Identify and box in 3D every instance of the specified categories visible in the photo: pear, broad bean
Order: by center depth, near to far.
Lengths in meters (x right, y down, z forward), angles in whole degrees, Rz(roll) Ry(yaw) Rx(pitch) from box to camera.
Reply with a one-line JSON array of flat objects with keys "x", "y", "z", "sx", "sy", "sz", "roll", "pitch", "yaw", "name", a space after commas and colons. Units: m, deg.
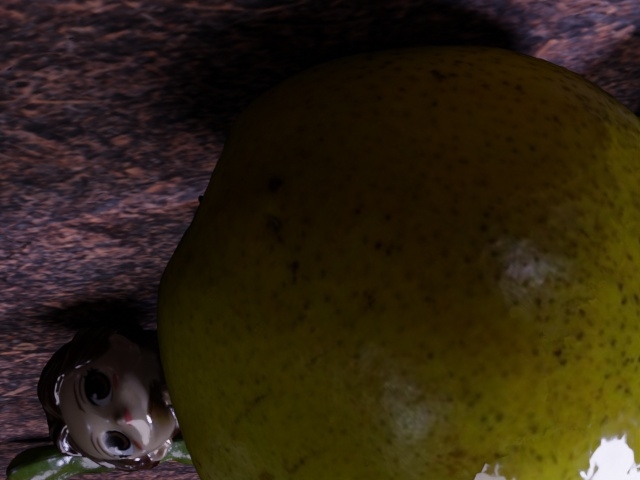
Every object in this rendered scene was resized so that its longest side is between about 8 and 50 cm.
[{"x": 0.056, "y": 0.043, "z": 0.776, "sx": 0.294, "sy": 0.294, "sz": 0.294, "roll": -7, "pitch": 163, "yaw": -2, "name": "pear"}, {"x": -0.200, "y": 0.223, "z": 1.592, "sx": 0.256, "sy": 0.053, "sz": 0.052, "roll": -4, "pitch": 125, "yaw": -16, "name": "broad bean"}]

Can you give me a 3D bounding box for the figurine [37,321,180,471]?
[{"x": -0.065, "y": 0.104, "z": 1.099, "sx": 0.315, "sy": 0.168, "sz": 0.187, "roll": -10, "pitch": 134, "yaw": 26, "name": "figurine"}]
